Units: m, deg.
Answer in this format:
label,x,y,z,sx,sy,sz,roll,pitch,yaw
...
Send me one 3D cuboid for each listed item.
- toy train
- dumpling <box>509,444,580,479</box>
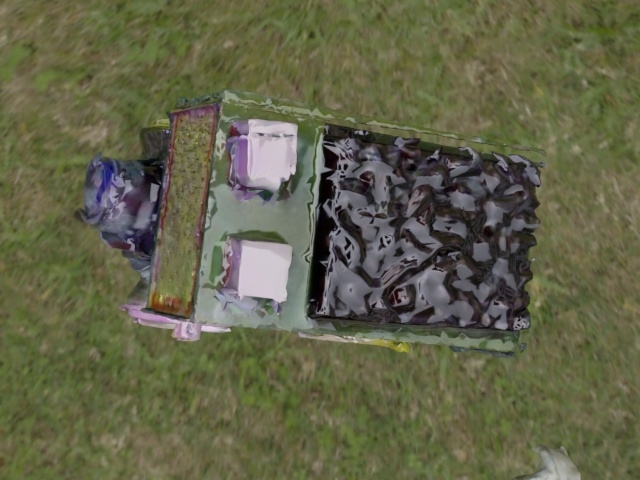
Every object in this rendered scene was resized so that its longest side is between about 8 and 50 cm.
label,x,y,z,sx,sy,sz,roll,pitch,yaw
toy train,0.000,0.000,0.698,0.261,0.177,0.134,8,88,-29
dumpling,0.164,0.216,0.907,0.108,0.188,0.127,21,97,31
